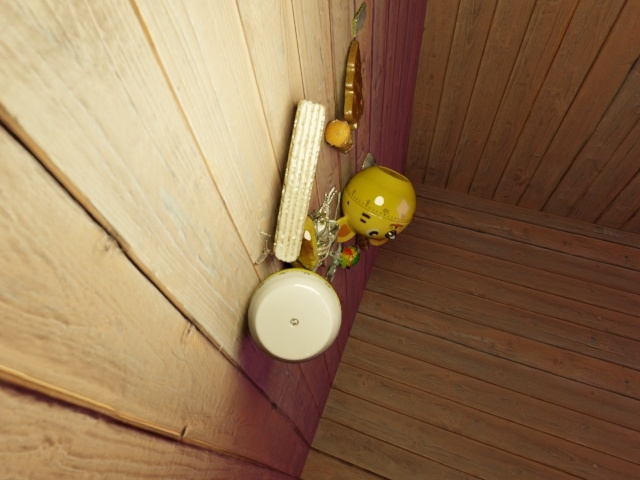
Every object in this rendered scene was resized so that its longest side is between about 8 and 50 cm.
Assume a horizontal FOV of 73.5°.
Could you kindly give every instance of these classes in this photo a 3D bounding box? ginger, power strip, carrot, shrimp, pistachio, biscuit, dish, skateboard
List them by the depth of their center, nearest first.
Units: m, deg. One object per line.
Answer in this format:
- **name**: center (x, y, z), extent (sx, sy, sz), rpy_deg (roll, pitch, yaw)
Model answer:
- **biscuit**: center (-0.062, -0.158, 1.166), extent (0.144, 0.079, 0.425), rpy_deg (-106, -153, -75)
- **skateboard**: center (-0.158, 0.020, 1.166), extent (0.064, 0.032, 0.083), rpy_deg (-47, 154, -42)
- **pistachio**: center (-0.065, 0.010, 1.323), extent (0.100, 0.110, 0.189), rpy_deg (-105, -171, -78)
- **shrimp**: center (-0.001, 0.002, 1.440), extent (0.372, 0.172, 0.137), rpy_deg (-62, -166, 12)
- **biscuit**: center (0.117, -0.548, 1.530), extent (0.278, 0.043, 0.301), rpy_deg (-48, 140, -69)
- **carrot**: center (0.077, -0.362, 1.564), extent (0.263, 0.102, 0.101), rpy_deg (5, 100, -81)
- **power strip**: center (0.014, 0.033, 1.735), extent (0.154, 0.078, 0.154), rpy_deg (15, 90, -77)
- **dish**: center (0.268, -0.375, 2.308), extent (0.191, 0.066, 0.190), rpy_deg (16, 90, -76)
- **ginger**: center (0.264, 0.004, 2.661), extent (0.205, 0.081, 0.115), rpy_deg (69, 27, -67)

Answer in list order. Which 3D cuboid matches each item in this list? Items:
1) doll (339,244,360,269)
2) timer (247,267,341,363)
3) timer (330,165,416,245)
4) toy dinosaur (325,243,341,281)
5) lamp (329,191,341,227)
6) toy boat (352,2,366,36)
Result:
- **doll**: center (0.142, 0.092, 2.243), extent (0.134, 0.106, 0.186), rpy_deg (-65, 167, 7)
- **timer**: center (-0.074, 0.202, 1.254), extent (0.285, 0.285, 0.285), rpy_deg (15, 90, -76)
- **timer**: center (0.251, -0.133, 1.960), extent (0.386, 0.376, 0.376), rpy_deg (-65, 171, 24)
- **toy dinosaur**: center (0.077, 0.083, 2.090), extent (0.167, 0.053, 0.242), rpy_deg (41, 65, -76)
- **lamp**: center (0.057, -0.134, 1.843), extent (0.050, 0.056, 0.198), rpy_deg (87, 12, -50)
- **toy boat**: center (0.135, -0.762, 1.478), extent (0.063, 0.016, 0.115), rpy_deg (83, 25, -56)
